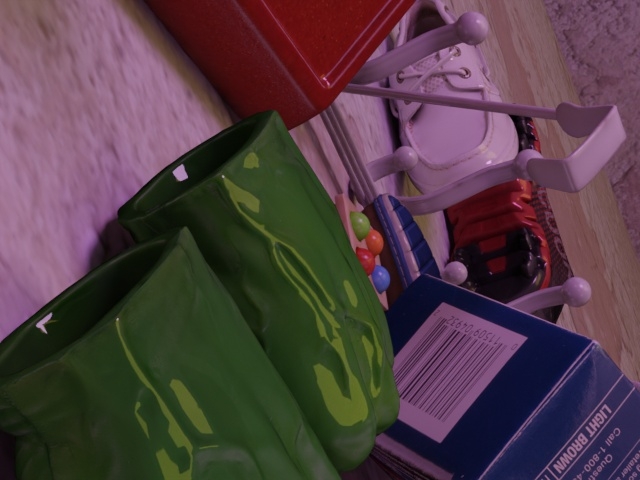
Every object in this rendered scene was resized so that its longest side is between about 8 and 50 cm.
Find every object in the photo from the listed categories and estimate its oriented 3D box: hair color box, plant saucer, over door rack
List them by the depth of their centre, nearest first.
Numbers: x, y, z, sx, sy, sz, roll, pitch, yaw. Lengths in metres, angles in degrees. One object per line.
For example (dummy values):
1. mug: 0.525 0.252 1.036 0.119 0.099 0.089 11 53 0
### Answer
1. plant saucer: 0.012 -0.204 0.793 0.047 0.259 0.258 33 -10 34
2. hair color box: 0.167 0.182 0.857 0.347 0.105 0.174 47 -11 -26
3. over door rack: 0.127 -0.014 0.955 0.324 0.108 0.239 30 -29 57

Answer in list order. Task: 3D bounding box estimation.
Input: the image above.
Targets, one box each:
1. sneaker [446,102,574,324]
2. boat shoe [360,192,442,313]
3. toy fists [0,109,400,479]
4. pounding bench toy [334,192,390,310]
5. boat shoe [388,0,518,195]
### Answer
1. sneaker: 0.174 -0.008 1.388 0.276 0.097 0.135 -89 156 -44
2. boat shoe: 0.050 0.063 0.933 0.066 0.066 0.183 -12 84 -74
3. toy fists: -0.040 0.057 0.588 0.142 0.096 0.279 58 20 -13
4. pounding bench toy: 0.000 0.000 0.833 0.052 0.065 0.083 48 29 -57
5. boat shoe: 0.098 -0.129 1.270 0.277 0.098 0.096 -99 165 -60
